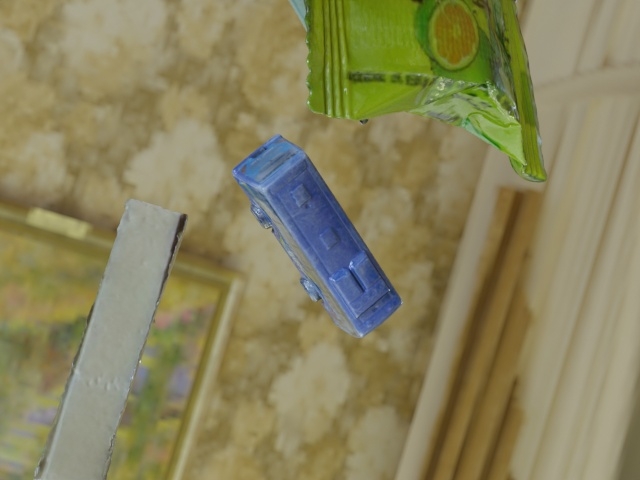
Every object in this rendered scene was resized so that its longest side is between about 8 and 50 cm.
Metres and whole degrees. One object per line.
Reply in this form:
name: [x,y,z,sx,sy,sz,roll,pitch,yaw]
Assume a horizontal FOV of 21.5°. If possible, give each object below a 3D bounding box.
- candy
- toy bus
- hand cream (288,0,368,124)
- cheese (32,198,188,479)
candy: [0.076,-0.129,1.120,0.246,0.149,0.069,10,160,-43]
toy bus: [-0.002,0.002,1.773,0.236,0.079,0.094,56,175,-28]
hand cream: [-0.017,-0.238,1.204,0.070,0.111,0.312,-2,129,42]
cheese: [-0.247,0.128,1.993,0.085,0.400,0.034,15,151,-1]
